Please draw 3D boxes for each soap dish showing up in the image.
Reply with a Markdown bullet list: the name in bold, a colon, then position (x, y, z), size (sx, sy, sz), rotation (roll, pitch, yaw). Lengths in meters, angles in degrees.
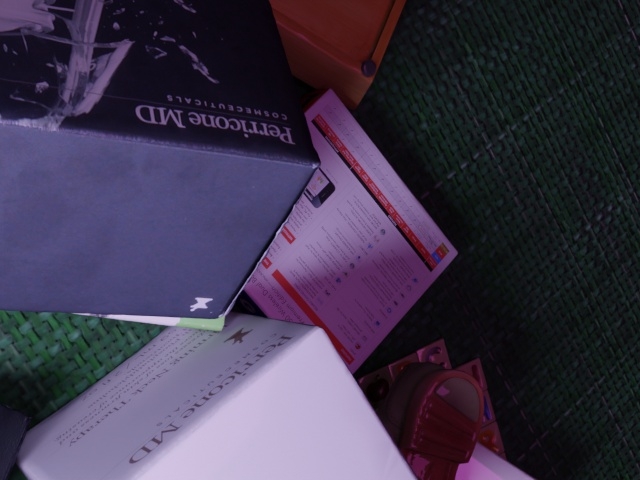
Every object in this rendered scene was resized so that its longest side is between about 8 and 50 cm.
- **soap dish**: position (-0.012, -0.358, 1.428), size (0.291, 0.118, 0.228), rotation (28, 78, -24)

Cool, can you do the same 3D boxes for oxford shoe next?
- **oxford shoe**: position (0.104, 0.362, 1.413), size (0.141, 0.146, 0.396), rotation (29, 83, -25)

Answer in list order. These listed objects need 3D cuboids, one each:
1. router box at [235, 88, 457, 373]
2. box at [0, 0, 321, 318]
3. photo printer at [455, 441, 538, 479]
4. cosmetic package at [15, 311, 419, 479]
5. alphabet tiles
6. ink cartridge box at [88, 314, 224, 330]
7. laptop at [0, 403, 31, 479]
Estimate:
- **router box**: position (0.000, 0.000, 1.457), size (0.301, 0.082, 0.335), rotation (-46, 110, -20)
- **box**: position (-0.314, -0.191, 1.050), size (0.480, 0.297, 0.471), rotation (5, 52, -28)
- **photo printer**: position (0.186, 0.456, 1.507), size (0.256, 0.107, 0.307), rotation (34, 75, -6)
- **cosmetic package**: position (-0.123, 0.310, 1.220), size (0.329, 0.394, 0.327), rotation (-38, 107, -23)
- **alphabet tiles**: position (0.174, 0.347, 1.594), size (0.285, 0.011, 0.342), rotation (-21, 100, -26)
- **ink cartridge box**: position (-0.274, 0.037, 1.245), size (0.273, 0.198, 0.114), rotation (11, 85, -28)
- **laptop**: position (-0.515, 0.266, 1.154), size (0.136, 0.264, 0.234), rotation (38, 70, -61)
